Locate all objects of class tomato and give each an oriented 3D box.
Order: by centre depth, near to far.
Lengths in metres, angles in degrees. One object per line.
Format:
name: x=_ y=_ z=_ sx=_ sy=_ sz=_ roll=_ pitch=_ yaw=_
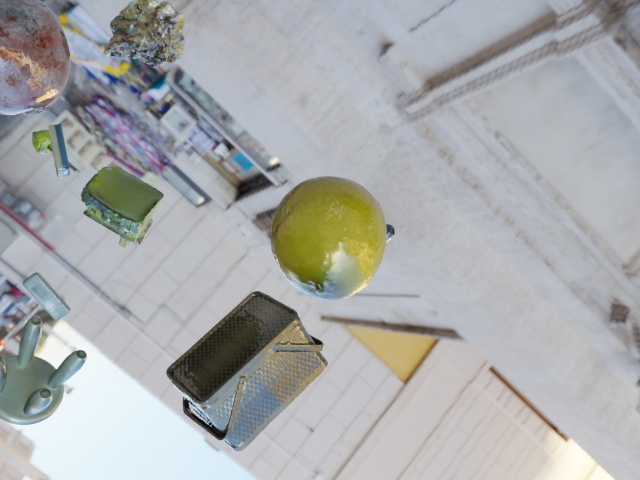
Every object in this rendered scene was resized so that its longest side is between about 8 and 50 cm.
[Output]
tomato: x=-0.719 y=-0.417 z=1.593 sx=0.317 sy=0.316 sz=0.283 roll=-86 pitch=-165 yaw=-70

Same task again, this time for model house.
model house: x=-0.592 y=-0.073 z=2.064 sx=0.211 sy=0.194 sz=0.170 roll=-54 pitch=-172 yaw=43

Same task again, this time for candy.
candy: x=-0.822 y=-0.271 z=2.246 sx=0.073 sy=0.262 sz=0.077 roll=-4 pitch=122 yaw=-49

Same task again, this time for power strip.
power strip: x=-0.634 y=-0.216 z=1.743 sx=0.032 sy=0.123 sz=0.056 roll=-11 pitch=169 yaw=-20

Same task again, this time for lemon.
lemon: x=0.015 y=0.009 z=1.434 sx=0.240 sy=0.240 sz=0.219 roll=-36 pitch=-145 yaw=40

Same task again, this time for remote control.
remote control: x=-0.641 y=0.132 z=1.681 sx=0.053 sy=0.124 sz=0.018 roll=-34 pitch=-166 yaw=15

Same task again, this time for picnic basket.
picnic basket: x=-0.136 y=0.237 z=1.332 sx=0.266 sy=0.139 sz=0.165 roll=-42 pitch=-146 yaw=-20

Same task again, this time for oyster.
oyster: x=-0.483 y=-0.571 z=1.995 sx=0.083 sy=0.214 sz=0.223 roll=-82 pitch=-169 yaw=-46

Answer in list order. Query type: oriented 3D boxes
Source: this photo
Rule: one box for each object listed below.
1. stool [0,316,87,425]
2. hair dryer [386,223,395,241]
stool: x=-0.722 y=0.338 z=1.795 sx=0.199 sy=0.195 sz=0.195 roll=-49 pitch=-175 yaw=43
hair dryer: x=0.111 y=0.016 z=2.145 sx=0.199 sy=0.067 sz=0.167 roll=-26 pitch=180 yaw=-36
